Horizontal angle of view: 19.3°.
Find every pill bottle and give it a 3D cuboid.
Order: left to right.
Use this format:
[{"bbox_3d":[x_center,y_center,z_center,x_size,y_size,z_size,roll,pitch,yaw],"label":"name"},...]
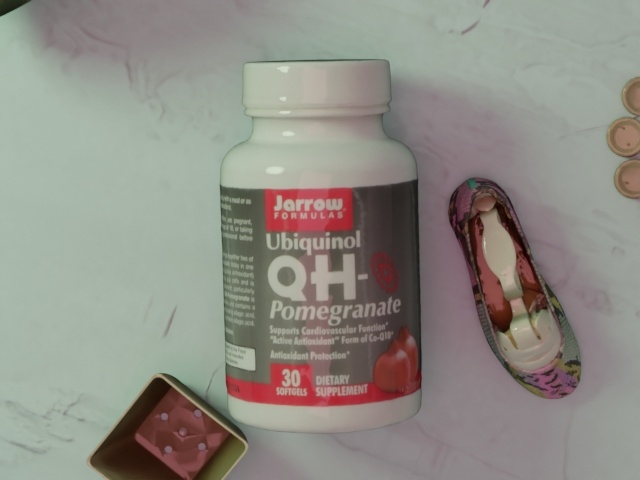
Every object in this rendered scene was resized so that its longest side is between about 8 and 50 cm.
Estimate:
[{"bbox_3d":[0.000,0.000,1.662,0.176,0.176,0.318,-1,97,5],"label":"pill bottle"}]

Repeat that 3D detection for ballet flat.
[{"bbox_3d":[0.174,0.048,1.703,0.077,0.079,0.221,-22,95,6],"label":"ballet flat"}]

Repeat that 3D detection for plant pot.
[{"bbox_3d":[-0.135,0.186,1.735,0.109,0.096,0.109,39,98,-1],"label":"plant pot"}]

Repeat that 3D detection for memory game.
[{"bbox_3d":[0.352,-0.088,1.707,0.186,0.012,0.186,0,96,5],"label":"memory game"}]

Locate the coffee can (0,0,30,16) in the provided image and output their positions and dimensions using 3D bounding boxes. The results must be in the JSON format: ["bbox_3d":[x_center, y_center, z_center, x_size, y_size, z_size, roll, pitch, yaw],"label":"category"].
[{"bbox_3d":[-0.308,-0.349,1.634,0.202,0.201,0.275,-31,93,7],"label":"coffee can"}]
